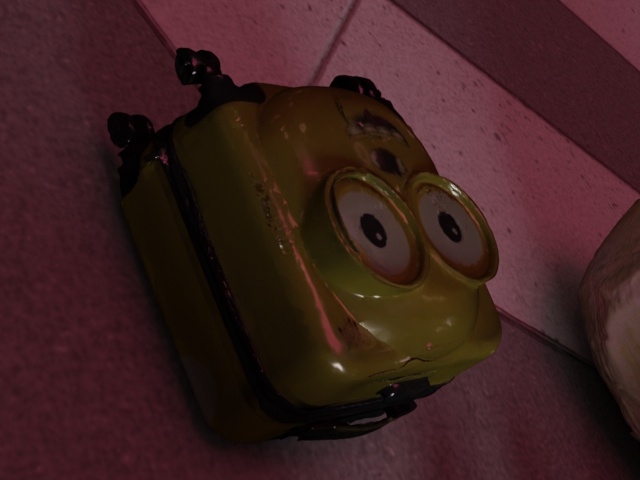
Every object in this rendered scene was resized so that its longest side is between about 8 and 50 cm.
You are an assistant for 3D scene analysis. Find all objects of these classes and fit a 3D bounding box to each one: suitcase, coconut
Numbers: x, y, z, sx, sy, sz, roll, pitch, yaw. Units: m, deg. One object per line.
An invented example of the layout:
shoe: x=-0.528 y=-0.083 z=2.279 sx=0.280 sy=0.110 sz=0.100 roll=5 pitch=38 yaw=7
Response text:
suitcase: x=0.000 y=0.000 z=0.608 sx=0.194 sy=0.143 sz=0.234 roll=-1 pitch=61 yaw=-51
coconut: x=0.387 y=0.055 z=0.904 sx=0.297 sy=0.297 sz=0.254 roll=-16 pitch=75 yaw=-55
